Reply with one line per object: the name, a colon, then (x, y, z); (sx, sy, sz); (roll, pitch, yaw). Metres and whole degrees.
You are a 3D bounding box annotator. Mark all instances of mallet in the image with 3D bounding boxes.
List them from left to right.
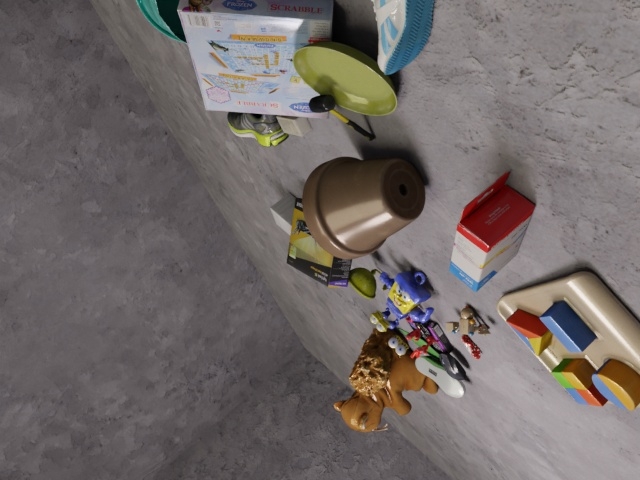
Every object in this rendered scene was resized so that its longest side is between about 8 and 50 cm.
mallet: (0.062, -0.284, 1.277); (0.189, 0.039, 0.062); (25, 171, -28)

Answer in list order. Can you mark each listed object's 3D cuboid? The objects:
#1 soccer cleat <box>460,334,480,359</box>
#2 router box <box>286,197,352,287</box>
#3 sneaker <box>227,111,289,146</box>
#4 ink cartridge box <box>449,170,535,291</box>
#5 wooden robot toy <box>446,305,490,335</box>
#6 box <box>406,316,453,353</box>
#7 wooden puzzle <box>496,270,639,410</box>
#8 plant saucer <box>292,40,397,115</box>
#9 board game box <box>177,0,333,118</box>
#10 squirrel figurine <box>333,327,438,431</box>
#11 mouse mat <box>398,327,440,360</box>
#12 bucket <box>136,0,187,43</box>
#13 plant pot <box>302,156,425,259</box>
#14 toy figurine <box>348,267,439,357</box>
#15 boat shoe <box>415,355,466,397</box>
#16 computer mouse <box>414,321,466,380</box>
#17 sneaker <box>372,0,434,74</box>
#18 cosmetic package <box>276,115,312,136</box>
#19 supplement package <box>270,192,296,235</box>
soccer cleat: (0.452, 0.321, 1.650); (0.083, 0.029, 0.035); (53, 172, 8)
router box: (0.000, 0.000, 1.844); (0.308, 0.080, 0.243); (23, 107, 58)
sneaker: (-0.214, -0.403, 1.794); (0.299, 0.111, 0.121); (26, 140, 44)
ink cartridge box: (0.334, -0.013, 1.074); (0.078, 0.134, 0.231); (43, 162, 28)
wooden robot toy: (0.413, 0.220, 1.517); (0.173, 0.076, 0.079); (161, 106, -73)
box: (0.368, 0.316, 1.853); (0.116, 0.029, 0.162); (55, 162, -17)
wooden puzzle: (0.539, 0.233, 1.144); (0.322, 0.080, 0.348); (50, 163, 6)
plant saucer: (0.057, -0.344, 1.151); (0.240, 0.037, 0.241); (24, 172, 4)
board game box: (-0.131, -0.411, 1.252); (0.318, 0.066, 0.318); (5, 155, 1)
squirrel figurine: (0.214, 0.558, 2.164); (0.281, 0.370, 0.397); (31, 154, 50)
mouse mat: (0.370, 0.375, 1.930); (0.189, 0.007, 0.152); (43, 168, -25)
bucket: (-0.298, -0.603, 1.305); (0.183, 0.281, 0.281); (36, 157, 50)
plant pot: (0.125, -0.095, 1.326); (0.229, 0.263, 0.263); (-13, 116, 52)
toy figurine: (0.261, 0.153, 1.700); (0.363, 0.191, 0.217); (53, 134, 29)
boat shoe: (0.435, 0.469, 1.928); (0.219, 0.070, 0.078); (34, 122, 46)
computer mouse: (0.386, 0.366, 1.792); (0.242, 0.041, 0.071); (49, 164, 5)
sneaker: (0.133, -0.387, 0.934); (0.092, 0.087, 0.229); (52, 158, 24)
cosmetic package: (-0.078, -0.348, 1.623); (0.115, 0.041, 0.060); (28, 151, 53)
supplement package: (-0.093, -0.080, 2.109); (0.179, 0.105, 0.105); (40, 160, 36)
